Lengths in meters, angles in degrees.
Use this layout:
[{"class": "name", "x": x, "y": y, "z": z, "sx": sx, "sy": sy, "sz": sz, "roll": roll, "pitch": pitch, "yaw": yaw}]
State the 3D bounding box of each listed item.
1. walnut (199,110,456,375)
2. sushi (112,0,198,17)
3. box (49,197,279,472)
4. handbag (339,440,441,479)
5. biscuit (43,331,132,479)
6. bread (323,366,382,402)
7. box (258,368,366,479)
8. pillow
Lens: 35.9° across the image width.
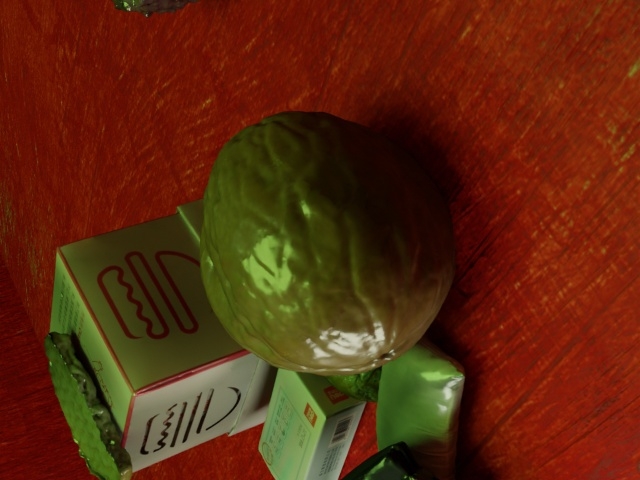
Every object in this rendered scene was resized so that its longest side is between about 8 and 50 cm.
[{"class": "walnut", "x": 0.000, "y": 0.000, "z": 1.166, "sx": 0.333, "sy": 0.333, "sz": 0.332, "roll": 35, "pitch": 133, "yaw": 48}, {"class": "sushi", "x": -0.241, "y": -0.468, "z": 1.442, "sx": 0.270, "sy": 0.171, "sz": 0.236, "roll": 58, "pitch": 147, "yaw": 20}, {"class": "box", "x": -0.256, "y": 0.163, "z": 1.654, "sx": 0.312, "sy": 0.300, "sz": 0.314, "roll": 56, "pitch": 147, "yaw": 26}, {"class": "handbag", "x": 0.134, "y": 0.413, "z": 1.242, "sx": 0.342, "sy": 0.152, "sz": 0.288, "roll": 35, "pitch": 130, "yaw": 12}, {"class": "biscuit", "x": -0.375, "y": 0.286, "z": 1.579, "sx": 0.273, "sy": 0.036, "sz": 0.187, "roll": 59, "pitch": 147, "yaw": 18}, {"class": "bread", "x": 0.049, "y": 0.167, "z": 1.342, "sx": 0.103, "sy": 0.110, "sz": 0.156, "roll": 45, "pitch": 141, "yaw": 32}, {"class": "box", "x": -0.020, "y": 0.291, "z": 1.546, "sx": 0.135, "sy": 0.079, "sz": 0.269, "roll": 52, "pitch": 145, "yaw": 33}, {"class": "pillow", "x": 0.131, "y": 0.237, "z": 1.265, "sx": 0.144, "sy": 0.078, "sz": 0.253, "roll": 30, "pitch": 131, "yaw": 42}]
